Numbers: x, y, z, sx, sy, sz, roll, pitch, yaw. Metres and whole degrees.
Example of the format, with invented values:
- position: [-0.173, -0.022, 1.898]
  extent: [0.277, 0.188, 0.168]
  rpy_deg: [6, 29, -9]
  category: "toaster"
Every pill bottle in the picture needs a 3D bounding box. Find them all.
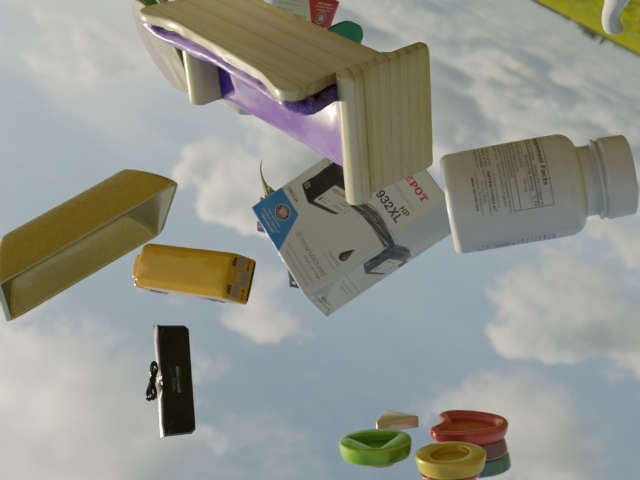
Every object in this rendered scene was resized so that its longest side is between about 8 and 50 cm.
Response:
- position: [0.273, -0.064, 1.258]
  extent: [0.229, 0.131, 0.131]
  rpy_deg: [-10, -165, 8]
  category: "pill bottle"

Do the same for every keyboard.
- position: [-0.249, 0.227, 1.622]
  extent: [0.023, 0.180, 0.108]
  rpy_deg: [-12, 169, 31]
  category: "keyboard"

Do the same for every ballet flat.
- position: [-0.010, -0.362, 2.087]
  extent: [0.083, 0.247, 0.087]
  rpy_deg: [42, 168, -7]
  category: "ballet flat"

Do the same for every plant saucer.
- position: [-0.420, -0.003, 1.718]
  extent: [0.081, 0.333, 0.333]
  rpy_deg: [56, 160, 4]
  category: "plant saucer"

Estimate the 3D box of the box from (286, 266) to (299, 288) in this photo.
- position: [0.000, 0.000, 2.070]
  extent: [0.093, 0.156, 0.158]
  rpy_deg: [11, -143, 27]
  category: "box"

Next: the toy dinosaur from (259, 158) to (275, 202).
- position: [-0.125, -0.109, 2.478]
  extent: [0.183, 0.053, 0.092]
  rpy_deg: [60, -172, -5]
  category: "toy dinosaur"

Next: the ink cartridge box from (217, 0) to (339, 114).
- position: [-0.112, -0.458, 2.370]
  extent: [0.131, 0.306, 0.226]
  rpy_deg: [33, -155, 34]
  category: "ink cartridge box"

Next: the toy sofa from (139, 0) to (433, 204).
- position: [-0.050, -0.177, 1.135]
  extent: [0.177, 0.150, 0.362]
  rpy_deg: [-25, -142, -27]
  category: "toy sofa"

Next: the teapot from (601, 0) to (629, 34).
- position: [0.396, -0.487, 1.552]
  extent: [0.252, 0.256, 0.187]
  rpy_deg: [12, 159, -15]
  category: "teapot"

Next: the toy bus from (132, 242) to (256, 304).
- position: [-0.305, 0.075, 2.291]
  extent: [0.333, 0.108, 0.130]
  rpy_deg: [6, 171, 33]
  category: "toy bus"

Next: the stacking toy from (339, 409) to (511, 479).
- position: [0.196, 0.412, 1.818]
  extent: [0.279, 0.130, 0.309]
  rpy_deg: [-1, -173, 27]
  category: "stacking toy"

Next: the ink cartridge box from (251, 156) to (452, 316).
- position: [0.066, -0.045, 1.835]
  extent: [0.223, 0.307, 0.129]
  rpy_deg: [58, -177, 29]
  category: "ink cartridge box"

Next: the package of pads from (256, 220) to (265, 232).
- position: [-0.108, -0.037, 2.408]
  extent: [0.083, 0.032, 0.050]
  rpy_deg: [-6, 178, 19]
  category: "package of pads"

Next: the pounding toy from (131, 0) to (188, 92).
- position: [-0.232, -0.367, 1.749]
  extent: [0.183, 0.110, 0.237]
  rpy_deg: [61, 163, -14]
  category: "pounding toy"
